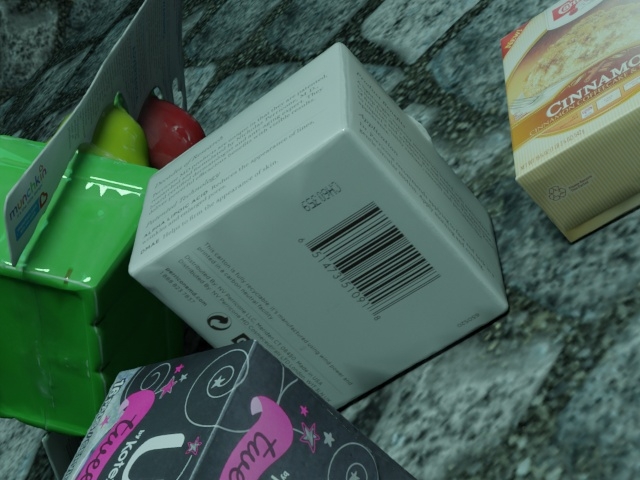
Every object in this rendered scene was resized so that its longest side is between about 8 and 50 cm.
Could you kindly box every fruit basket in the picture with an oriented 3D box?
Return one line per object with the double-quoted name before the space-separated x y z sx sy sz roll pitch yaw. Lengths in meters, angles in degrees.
"fruit basket" -0.180 -0.025 0.989 0.165 0.327 0.353 8 45 3

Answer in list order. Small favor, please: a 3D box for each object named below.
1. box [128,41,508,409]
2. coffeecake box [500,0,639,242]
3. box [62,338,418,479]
"box" 0.000 0.000 0.799 0.182 0.181 0.119 -33 29 21
"coffeecake box" 0.202 -0.107 0.794 0.142 0.068 0.185 -32 29 26
"box" -0.070 0.202 0.630 0.142 0.163 0.247 -18 37 44
